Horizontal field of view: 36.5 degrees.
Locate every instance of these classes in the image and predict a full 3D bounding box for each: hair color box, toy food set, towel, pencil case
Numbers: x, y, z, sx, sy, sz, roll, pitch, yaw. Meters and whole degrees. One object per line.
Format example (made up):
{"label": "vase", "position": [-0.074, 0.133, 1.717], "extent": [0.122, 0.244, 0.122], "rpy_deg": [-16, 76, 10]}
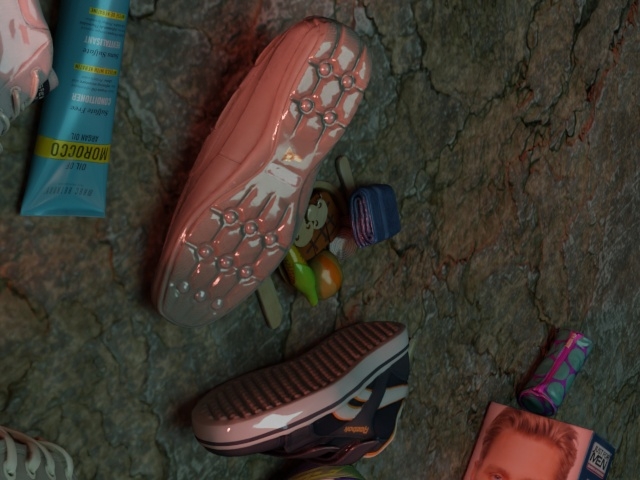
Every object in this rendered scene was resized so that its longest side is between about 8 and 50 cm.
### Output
{"label": "hair color box", "position": [0.280, 0.426, 1.396], "extent": [0.105, 0.174, 0.347], "rpy_deg": [37, 70, -46]}
{"label": "toy food set", "position": [0.000, 0.000, 1.064], "extent": [0.192, 0.038, 0.132], "rpy_deg": [-44, 130, -35]}
{"label": "towel", "position": [0.060, -0.030, 1.107], "extent": [0.119, 0.029, 0.067], "rpy_deg": [-17, 98, -69]}
{"label": "pencil case", "position": [0.375, 0.209, 1.545], "extent": [0.152, 0.064, 0.070], "rpy_deg": [-51, 149, -31]}

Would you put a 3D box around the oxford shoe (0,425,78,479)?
{"label": "oxford shoe", "position": [-0.254, 0.187, 0.709], "extent": [0.130, 0.169, 0.449], "rpy_deg": [-55, 142, -22]}

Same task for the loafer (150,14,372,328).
{"label": "loafer", "position": [-0.064, -0.066, 0.920], "extent": [0.112, 0.111, 0.319], "rpy_deg": [32, 91, -32]}

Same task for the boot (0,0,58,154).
{"label": "boot", "position": [-0.243, -0.096, 0.703], "extent": [0.123, 0.095, 0.258], "rpy_deg": [-18, 111, -40]}

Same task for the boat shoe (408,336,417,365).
{"label": "boat shoe", "position": [0.083, 0.180, 1.208], "extent": [0.049, 0.042, 0.133], "rpy_deg": [34, 72, -75]}

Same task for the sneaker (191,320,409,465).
{"label": "sneaker", "position": [-0.001, 0.188, 1.040], "extent": [0.321, 0.126, 0.127], "rpy_deg": [-18, 107, -49]}

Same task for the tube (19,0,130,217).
{"label": "tube", "position": [-0.197, -0.120, 0.798], "extent": [0.080, 0.052, 0.207], "rpy_deg": [2, 103, -41]}

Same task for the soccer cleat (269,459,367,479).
{"label": "soccer cleat", "position": [-0.049, 0.334, 1.020], "extent": [0.289, 0.121, 0.093], "rpy_deg": [-39, 127, -38]}
